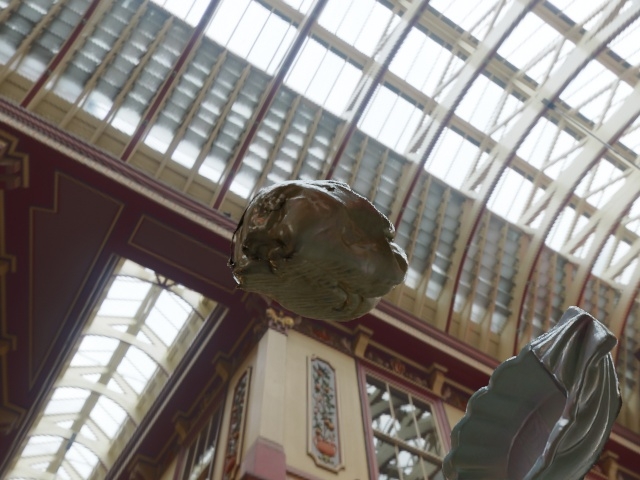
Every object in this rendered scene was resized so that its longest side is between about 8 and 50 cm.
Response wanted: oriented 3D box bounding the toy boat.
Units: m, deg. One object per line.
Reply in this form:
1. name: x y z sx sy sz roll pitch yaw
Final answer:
1. toy boat: 0.265 0.223 0.705 0.100 0.199 0.290 29 -78 -10

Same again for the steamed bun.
1. steamed bun: 0.000 0.000 1.004 0.280 0.207 0.268 22 -31 -19
